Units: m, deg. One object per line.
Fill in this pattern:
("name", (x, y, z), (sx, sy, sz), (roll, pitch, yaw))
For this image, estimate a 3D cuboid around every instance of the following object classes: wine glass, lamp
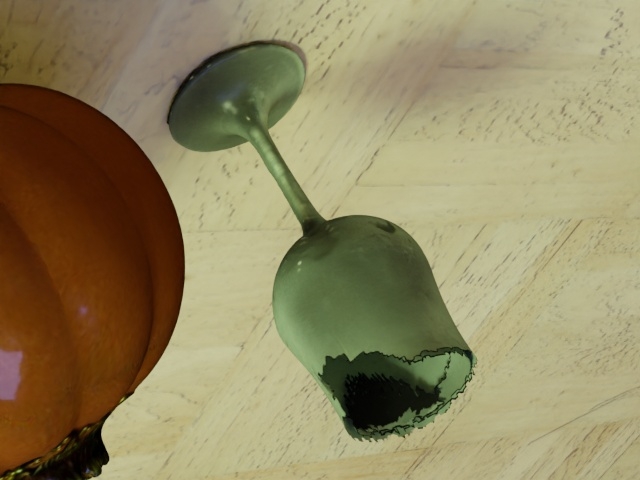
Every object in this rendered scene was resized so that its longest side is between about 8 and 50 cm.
("wine glass", (0.000, 0.000, 0.926), (0.079, 0.195, 0.079), (-22, 149, -15))
("lamp", (-0.163, 0.026, 0.823), (0.223, 0.196, 0.223), (-26, -171, 5))
